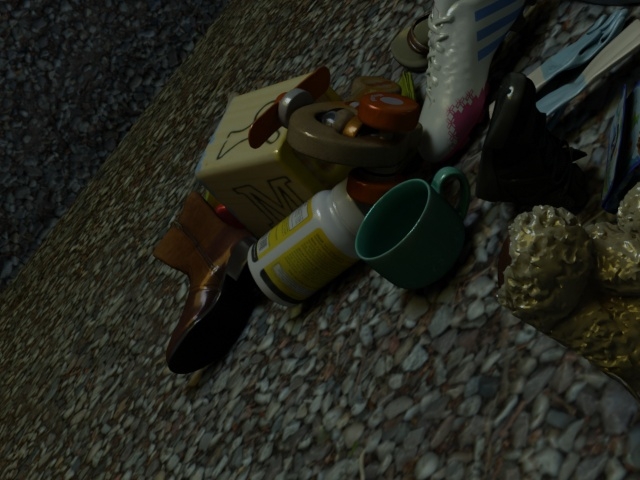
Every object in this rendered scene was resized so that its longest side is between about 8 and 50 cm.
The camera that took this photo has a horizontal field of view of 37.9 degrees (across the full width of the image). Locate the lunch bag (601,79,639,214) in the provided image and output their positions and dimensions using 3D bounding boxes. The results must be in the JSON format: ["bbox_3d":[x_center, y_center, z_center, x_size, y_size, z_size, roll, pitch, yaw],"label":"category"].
[{"bbox_3d":[0.359,-0.110,0.989,0.151,0.096,0.129,-41,26,54],"label":"lunch bag"}]

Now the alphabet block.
[{"bbox_3d":[-0.054,-0.134,1.547,0.197,0.193,0.192,-8,50,42],"label":"alphabet block"}]

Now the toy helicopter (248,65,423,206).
[{"bbox_3d":[0.040,-0.186,1.390,0.355,0.234,0.140,-58,-22,-63],"label":"toy helicopter"}]

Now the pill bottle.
[{"bbox_3d":[0.000,0.000,1.400,0.208,0.119,0.119,-37,29,28],"label":"pill bottle"}]

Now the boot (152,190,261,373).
[{"bbox_3d":[-0.232,0.065,1.617,0.280,0.096,0.264,33,95,47],"label":"boot"}]

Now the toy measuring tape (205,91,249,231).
[{"bbox_3d":[-0.147,-0.115,1.731,0.121,0.121,0.330,-91,15,-54],"label":"toy measuring tape"}]

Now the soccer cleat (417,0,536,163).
[{"bbox_3d":[0.197,-0.282,1.383,0.116,0.143,0.331,13,77,62],"label":"soccer cleat"}]

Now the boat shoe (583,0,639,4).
[{"bbox_3d":[0.416,-0.416,1.243,0.156,0.136,0.367,-53,28,-3],"label":"boat shoe"}]

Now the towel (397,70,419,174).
[{"bbox_3d":[0.123,-0.184,1.531,0.102,0.021,0.237,-52,21,32],"label":"towel"}]

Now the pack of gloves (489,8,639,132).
[{"bbox_3d":[0.331,-0.206,1.236,0.232,0.046,0.195,-39,15,22],"label":"pack of gloves"}]

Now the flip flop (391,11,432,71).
[{"bbox_3d":[0.197,-0.343,1.572,0.112,0.080,0.277,-52,25,-1],"label":"flip flop"}]

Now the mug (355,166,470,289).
[{"bbox_3d":[0.134,-0.007,1.211,0.157,0.097,0.130,-30,32,36],"label":"mug"}]

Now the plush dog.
[{"bbox_3d":[0.306,0.014,0.803,0.210,0.262,0.225,38,100,32],"label":"plush dog"}]

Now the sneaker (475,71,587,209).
[{"bbox_3d":[0.250,-0.107,1.062,0.130,0.228,0.087,13,63,13],"label":"sneaker"}]
